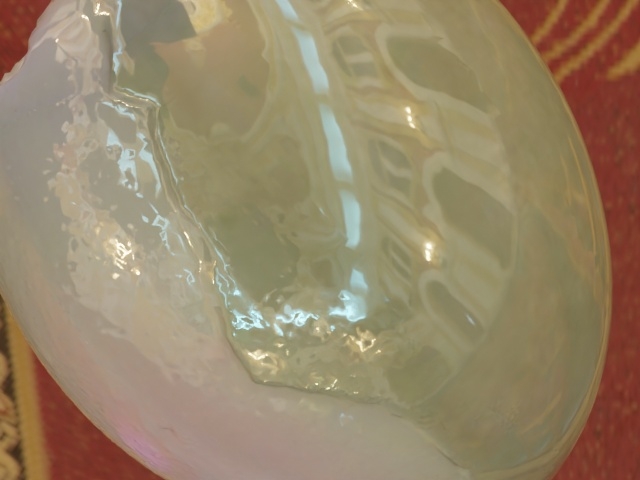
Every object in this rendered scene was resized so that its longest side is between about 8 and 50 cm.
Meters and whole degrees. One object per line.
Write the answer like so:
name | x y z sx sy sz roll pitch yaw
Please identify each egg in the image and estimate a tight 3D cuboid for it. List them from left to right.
egg | 0.000 0.000 0.586 0.183 0.183 0.217 -42 98 -5
